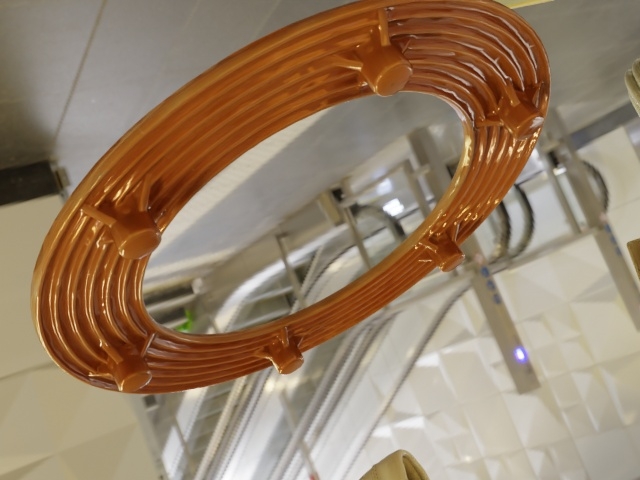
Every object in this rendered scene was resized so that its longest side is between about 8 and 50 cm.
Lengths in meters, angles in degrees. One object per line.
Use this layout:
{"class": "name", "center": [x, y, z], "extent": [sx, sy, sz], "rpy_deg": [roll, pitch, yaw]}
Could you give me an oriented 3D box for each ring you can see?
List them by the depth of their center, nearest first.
{"class": "ring", "center": [0.000, 0.000, 0.488], "extent": [0.336, 0.032, 0.337], "rpy_deg": [-25, 151, -15]}

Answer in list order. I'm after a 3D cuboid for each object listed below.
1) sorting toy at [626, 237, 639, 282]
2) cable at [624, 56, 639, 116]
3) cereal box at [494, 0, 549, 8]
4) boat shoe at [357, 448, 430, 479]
{"class": "sorting toy", "center": [0.297, 0.032, 0.682], "extent": [0.062, 0.083, 0.012], "rpy_deg": [-18, 174, -3]}
{"class": "cable", "center": [0.338, -0.067, 0.585], "extent": [0.089, 0.257, 0.257], "rpy_deg": [-53, 166, 31]}
{"class": "cereal box", "center": [0.198, -0.330, 0.695], "extent": [0.172, 0.240, 0.047], "rpy_deg": [-13, -167, -5]}
{"class": "boat shoe", "center": [0.112, 0.249, 0.513], "extent": [0.096, 0.277, 0.098], "rpy_deg": [-52, 151, 12]}
